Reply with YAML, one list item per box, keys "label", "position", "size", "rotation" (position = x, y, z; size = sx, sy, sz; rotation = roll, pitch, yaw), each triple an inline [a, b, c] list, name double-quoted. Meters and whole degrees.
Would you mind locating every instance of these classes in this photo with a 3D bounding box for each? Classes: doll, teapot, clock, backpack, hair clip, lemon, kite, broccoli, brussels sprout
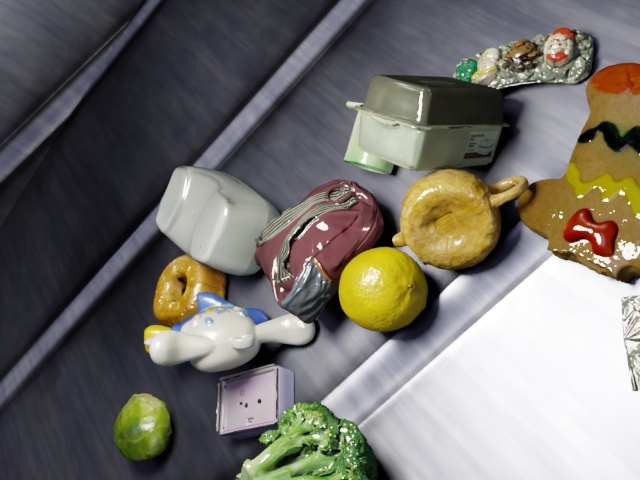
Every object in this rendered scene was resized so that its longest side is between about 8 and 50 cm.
- label: "doll"
  position: [-0.254, 0.220, 1.758]
  size: [0.365, 0.376, 0.187]
  rotation: [-4, 72, 62]
- label: "teapot"
  position: [0.279, -0.058, 1.490]
  size: [0.311, 0.203, 0.167]
  rotation: [-29, 11, 23]
- label: "clock"
  position: [-0.156, 0.382, 1.722]
  size: [0.193, 0.073, 0.145]
  rotation: [-20, 58, 34]
- label: "backpack"
  position: [0.000, 0.000, 1.671]
  size: [0.317, 0.197, 0.283]
  rotation: [-49, 33, 8]
- label: "hair clip"
  position: [0.415, -0.383, 1.564]
  size: [0.321, 0.091, 0.138]
  rotation: [-8, 63, 38]
- label: "lemon"
  position: [0.127, 0.103, 1.533]
  size: [0.203, 0.178, 0.178]
  rotation: [-12, 62, 51]
- label: "kite"
  position: [0.594, 0.166, 1.201]
  size: [0.229, 0.012, 0.250]
  rotation: [-52, 47, 12]
- label: "broccoli"
  position: [-0.026, 0.470, 1.444]
  size: [0.308, 0.275, 0.308]
  rotation: [18, 110, 60]
- label: "brussels sprout"
  position: [-0.464, 0.489, 1.901]
  size: [0.180, 0.143, 0.162]
  rotation: [-145, 64, -67]

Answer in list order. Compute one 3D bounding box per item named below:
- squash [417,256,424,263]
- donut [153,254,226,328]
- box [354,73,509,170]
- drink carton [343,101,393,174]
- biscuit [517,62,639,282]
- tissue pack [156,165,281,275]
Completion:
- label: "squash"
  position: [0.220, 0.010, 1.598]
  size: [0.027, 0.027, 0.089]
  rotation: [-16, 64, 36]
- label: "donut"
  position: [-0.357, 0.146, 1.989]
  size: [0.226, 0.113, 0.227]
  rotation: [-21, 56, 35]
- label: "box"
  position: [0.231, -0.251, 1.522]
  size: [0.220, 0.290, 0.166]
  rotation: [28, 118, 46]
- label: "drink carton"
  position: [0.132, -0.237, 1.722]
  size: [0.144, 0.146, 0.142]
  rotation: [16, 89, 45]
- label: "biscuit"
  position: [0.568, -0.124, 1.318]
  size: [0.368, 0.076, 0.394]
  rotation: [34, 94, 46]
- label: "tissue pack"
  position: [-0.256, -0.051, 1.917]
  size: [0.333, 0.236, 0.230]
  rotation: [33, 103, 46]
